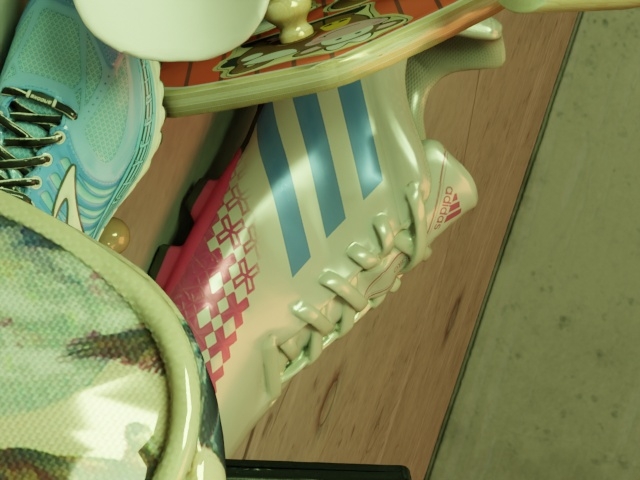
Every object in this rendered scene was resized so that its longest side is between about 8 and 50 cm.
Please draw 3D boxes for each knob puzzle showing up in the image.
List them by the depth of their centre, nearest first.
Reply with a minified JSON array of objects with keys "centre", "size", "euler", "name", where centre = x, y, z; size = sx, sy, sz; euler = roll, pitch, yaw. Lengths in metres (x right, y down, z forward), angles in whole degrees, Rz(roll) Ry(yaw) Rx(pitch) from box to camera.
[{"centre":[0.001,-0.094,0.743],"size":[0.213,0.213,0.030],"euler":[-50,125,-61],"name":"knob puzzle"}]

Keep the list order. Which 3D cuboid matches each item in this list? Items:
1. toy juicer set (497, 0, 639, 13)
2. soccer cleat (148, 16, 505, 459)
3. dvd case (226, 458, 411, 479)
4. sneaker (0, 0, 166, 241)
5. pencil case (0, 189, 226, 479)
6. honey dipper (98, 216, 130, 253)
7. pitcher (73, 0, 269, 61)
[{"centre":[0.068,-0.202,0.648],"size":[0.089,0.329,0.209],"euler":[-29,-170,36],"name":"toy juicer set"},{"centre":[0.000,0.000,1.010],"size":[0.116,0.143,0.331],"euler":[61,49,-75],"name":"soccer cleat"},{"centre":[-0.053,0.227,0.968],"size":[0.022,0.180,0.253],"euler":[-98,-169,-66],"name":"dvd case"},{"centre":[-0.106,-0.017,0.682],"size":[0.073,0.063,0.162],"euler":[-33,140,-67],"name":"sneaker"},{"centre":[-0.081,0.134,0.658],"size":[0.160,0.183,0.410],"euler":[-46,158,-12],"name":"pencil case"},{"centre":[-0.121,0.047,0.813],"size":[0.030,0.030,0.161],"euler":[96,12,-49],"name":"honey dipper"},{"centre":[-0.026,-0.181,0.683],"size":[0.207,0.125,0.178],"euler":[-48,132,-56],"name":"pitcher"}]
